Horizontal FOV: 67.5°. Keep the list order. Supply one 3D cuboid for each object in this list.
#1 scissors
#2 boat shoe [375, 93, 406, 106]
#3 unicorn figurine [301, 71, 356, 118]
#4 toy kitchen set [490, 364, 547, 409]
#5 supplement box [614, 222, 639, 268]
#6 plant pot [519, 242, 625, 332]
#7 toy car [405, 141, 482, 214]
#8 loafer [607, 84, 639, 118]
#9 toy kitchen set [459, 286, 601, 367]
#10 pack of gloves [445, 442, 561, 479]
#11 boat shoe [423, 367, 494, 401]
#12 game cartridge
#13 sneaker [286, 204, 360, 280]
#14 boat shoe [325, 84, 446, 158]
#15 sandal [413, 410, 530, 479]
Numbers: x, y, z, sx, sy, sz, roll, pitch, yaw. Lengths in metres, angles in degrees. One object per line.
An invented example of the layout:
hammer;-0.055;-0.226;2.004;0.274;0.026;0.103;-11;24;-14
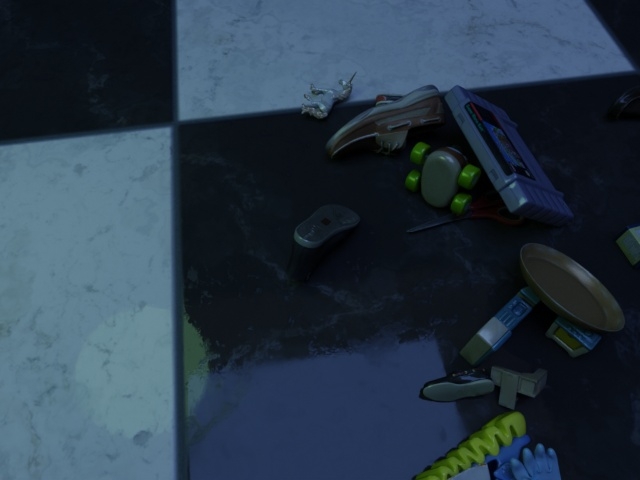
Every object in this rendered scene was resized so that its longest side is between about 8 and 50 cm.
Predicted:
scissors;0.342;-0.071;1.134;0.298;0.021;0.108;-5;60;-2
boat shoe;0.217;-0.374;1.294;0.137;0.049;0.043;3;57;6
unicorn figurine;0.018;-0.390;1.299;0.111;0.060;0.161;20;77;10
toy kitchen set;0.379;0.279;0.922;0.083;0.068;0.075;11;11;39
supplement box;0.727;0.007;1.067;0.083;0.056;0.083;-14;61;-9
plant pot;0.500;0.098;0.972;0.237;0.032;0.236;20;35;-15
toy car;0.321;-0.175;1.132;0.155;0.148;0.188;33;52;27
loafer;0.873;-0.367;1.275;0.220;0.080;0.078;-17;61;-11
toy kitchen set;0.410;0.192;0.917;0.207;0.122;0.166;-37;67;-20
pack of gloves;0.304;0.438;0.734;0.195;0.046;0.231;-21;104;-10
boat shoe;0.260;0.274;0.915;0.133;0.048;0.042;-9;32;2
game cartridge;0.437;-0.202;1.119;0.230;0.068;0.354;12;49;-43
sneaker;0.000;0.000;1.059;0.083;0.118;0.222;37;36;20
boat shoe;0.170;-0.273;1.192;0.325;0.123;0.116;-26;88;-4
sandal;0.246;0.417;0.787;0.318;0.126;0.138;-27;69;-14
